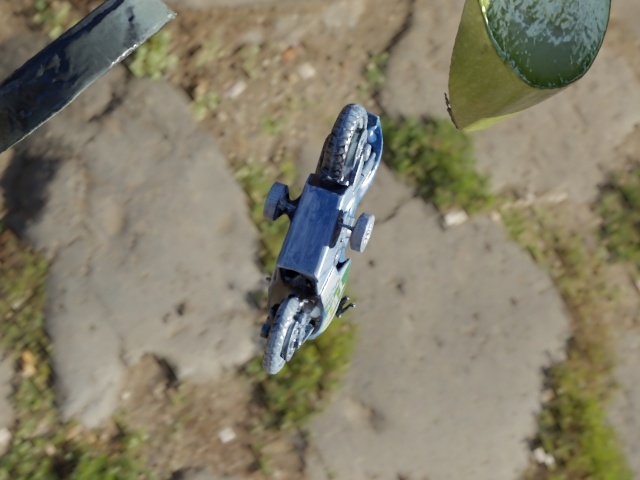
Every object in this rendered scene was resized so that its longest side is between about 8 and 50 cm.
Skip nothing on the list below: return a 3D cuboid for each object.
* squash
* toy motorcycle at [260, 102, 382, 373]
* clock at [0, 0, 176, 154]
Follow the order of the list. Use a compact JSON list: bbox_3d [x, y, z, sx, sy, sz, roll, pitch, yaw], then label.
[{"bbox_3d":[0.195,-0.208,1.935,0.237,0.155,0.204,-24,109,-41],"label":"squash"},{"bbox_3d":[0.000,0.000,1.614,0.092,0.135,0.254,17,82,9],"label":"toy motorcycle"},{"bbox_3d":[-0.221,-0.134,1.510,0.049,0.226,0.226,51,48,-11],"label":"clock"}]
